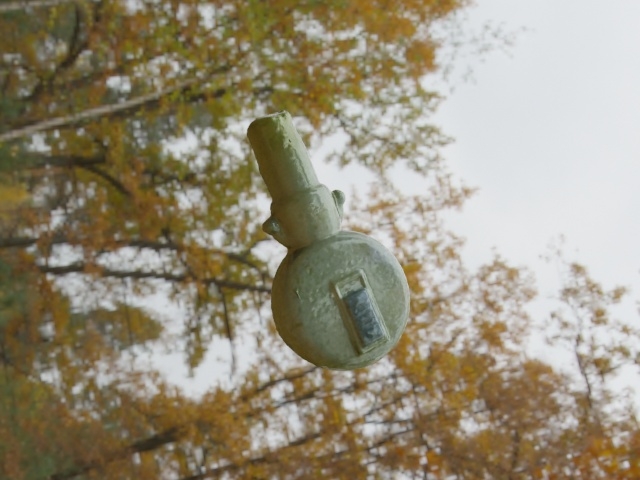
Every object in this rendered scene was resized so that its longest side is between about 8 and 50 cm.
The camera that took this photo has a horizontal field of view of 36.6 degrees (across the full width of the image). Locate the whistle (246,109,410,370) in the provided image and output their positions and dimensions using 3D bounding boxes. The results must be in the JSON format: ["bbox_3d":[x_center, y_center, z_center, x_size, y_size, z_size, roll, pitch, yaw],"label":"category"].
[{"bbox_3d":[0.000,0.000,0.705,0.057,0.104,0.198,-8,-76,67],"label":"whistle"}]
